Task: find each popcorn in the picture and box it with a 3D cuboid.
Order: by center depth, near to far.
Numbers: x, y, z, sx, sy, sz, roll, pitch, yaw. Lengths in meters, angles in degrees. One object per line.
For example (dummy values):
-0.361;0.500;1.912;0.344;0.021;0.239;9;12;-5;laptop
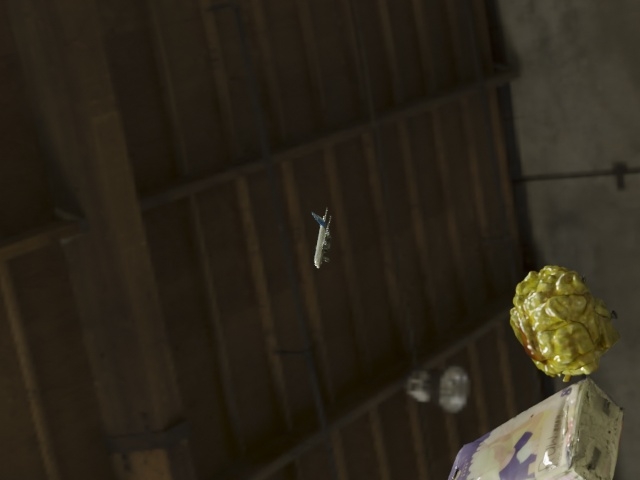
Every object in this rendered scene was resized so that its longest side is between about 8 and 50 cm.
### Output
0.434;0.146;2.081;0.189;0.169;0.218;51;-166;-13;popcorn

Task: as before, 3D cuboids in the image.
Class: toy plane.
0.003;0.000;1.508;0.024;0.078;0.084;5;-122;-14;toy plane

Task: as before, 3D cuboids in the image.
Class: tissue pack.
0.382;0.414;2.115;0.125;0.344;0.242;44;-142;-11;tissue pack
